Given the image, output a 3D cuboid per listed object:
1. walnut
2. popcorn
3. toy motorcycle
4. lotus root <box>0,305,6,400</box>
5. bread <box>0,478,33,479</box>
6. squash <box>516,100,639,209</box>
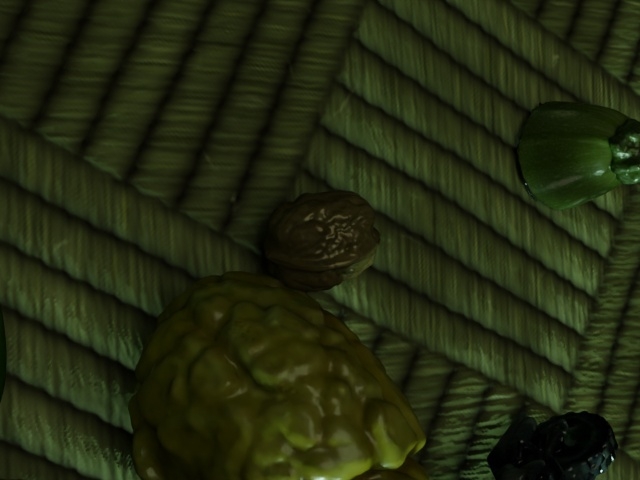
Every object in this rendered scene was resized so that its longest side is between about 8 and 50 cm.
[{"bbox_3d":[0.000,0.000,0.926,0.096,0.082,0.079,-16,123,-24],"label":"walnut"},{"bbox_3d":[-0.024,0.125,0.841,0.203,0.226,0.200,-2,98,-66],"label":"popcorn"},{"bbox_3d":[0.132,0.231,0.956,0.270,0.159,0.106,-46,118,-42],"label":"toy motorcycle"},{"bbox_3d":[-0.263,0.089,0.729,0.186,0.186,0.186,3,83,-30],"label":"lotus root"},{"bbox_3d":[-0.107,0.281,0.754,0.344,0.149,0.195,30,43,-31],"label":"bread"},{"bbox_3d":[0.255,-0.083,1.052,0.105,0.132,0.105,3,85,-32],"label":"squash"}]
